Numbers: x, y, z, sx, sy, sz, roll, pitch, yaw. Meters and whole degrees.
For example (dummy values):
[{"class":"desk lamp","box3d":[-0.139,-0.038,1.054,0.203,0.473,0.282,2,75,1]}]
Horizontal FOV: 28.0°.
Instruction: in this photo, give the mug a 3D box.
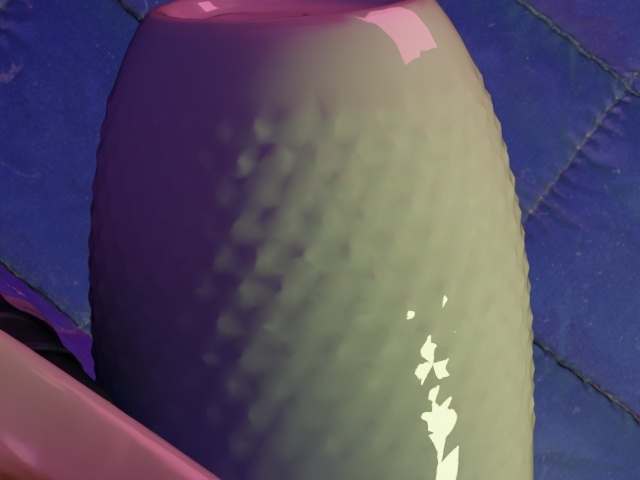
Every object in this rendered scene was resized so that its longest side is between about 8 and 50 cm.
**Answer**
[{"class":"mug","box3d":[0.000,0.000,0.840,0.276,0.328,0.374,0,18,11]}]

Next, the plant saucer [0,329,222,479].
[{"class":"plant saucer","box3d":[-0.032,0.122,0.290,0.400,0.100,0.400,35,-7,5]}]

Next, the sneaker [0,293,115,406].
[{"class":"sneaker","box3d":[-0.175,0.094,0.754,0.163,0.086,0.226,42,-10,26]}]
